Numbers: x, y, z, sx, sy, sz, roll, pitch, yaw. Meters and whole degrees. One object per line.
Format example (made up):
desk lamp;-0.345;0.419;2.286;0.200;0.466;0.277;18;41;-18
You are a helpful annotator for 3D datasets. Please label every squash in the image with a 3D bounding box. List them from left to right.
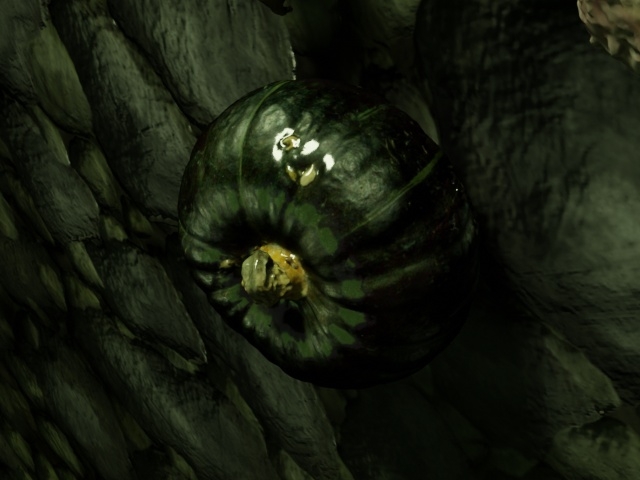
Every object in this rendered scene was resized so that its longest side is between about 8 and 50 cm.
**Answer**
squash;0.003;-0.002;0.859;0.193;0.156;0.193;18;146;13

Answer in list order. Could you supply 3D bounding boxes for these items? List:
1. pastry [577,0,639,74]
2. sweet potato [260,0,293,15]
pastry;0.185;-0.087;0.544;0.265;0.112;0.103;45;161;19
sweet potato;-0.037;-0.223;0.766;0.075;0.075;0.269;35;142;32
